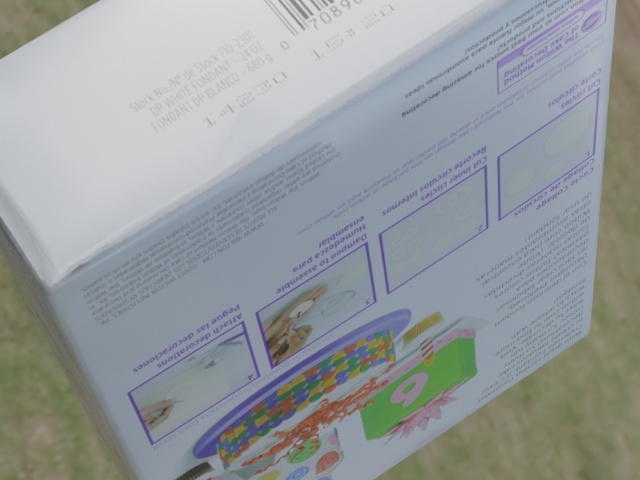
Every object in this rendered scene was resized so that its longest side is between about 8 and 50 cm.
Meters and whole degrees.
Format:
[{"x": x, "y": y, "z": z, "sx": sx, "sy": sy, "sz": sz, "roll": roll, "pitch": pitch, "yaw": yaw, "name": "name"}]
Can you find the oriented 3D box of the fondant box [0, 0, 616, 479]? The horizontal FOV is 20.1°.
[{"x": 0.000, "y": 0.000, "z": 0.759, "sx": 0.096, "sy": 0.238, "sz": 0.330, "roll": 51, "pitch": -13, "yaw": 27, "name": "fondant box"}]
